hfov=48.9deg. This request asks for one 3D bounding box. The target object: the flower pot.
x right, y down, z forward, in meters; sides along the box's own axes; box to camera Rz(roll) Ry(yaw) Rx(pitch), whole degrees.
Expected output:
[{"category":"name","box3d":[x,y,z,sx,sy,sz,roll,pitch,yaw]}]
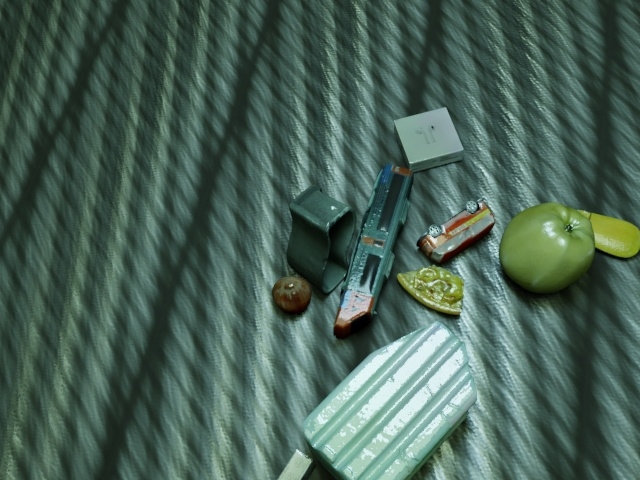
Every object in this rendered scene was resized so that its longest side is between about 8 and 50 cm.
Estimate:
[{"category":"flower pot","box3d":[0.000,0.000,1.477,0.108,0.229,0.103,35,51,25]}]

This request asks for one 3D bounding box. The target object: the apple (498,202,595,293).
[{"category":"apple","box3d":[0.466,0.015,1.448,0.200,0.200,0.200,-2,62,4]}]

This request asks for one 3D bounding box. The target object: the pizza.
[{"category":"pizza","box3d":[0.244,0.097,1.504,0.160,0.036,0.099,33,70,20]}]

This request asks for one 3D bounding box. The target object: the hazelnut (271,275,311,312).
[{"category":"hazelnut","box3d":[-0.061,0.114,1.501,0.086,0.086,0.086,-2,62,4]}]

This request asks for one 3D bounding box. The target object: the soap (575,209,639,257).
[{"category":"soap","box3d":[0.608,-0.016,1.528,0.168,0.033,0.089,16,63,15]}]

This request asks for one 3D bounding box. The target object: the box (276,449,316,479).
[{"category":"box","box3d":[-0.084,0.499,1.317,0.039,0.055,0.218,27,68,20]}]

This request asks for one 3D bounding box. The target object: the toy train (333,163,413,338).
[{"category":"toy train","box3d":[0.120,0.025,1.526,0.089,0.086,0.409,14,64,10]}]

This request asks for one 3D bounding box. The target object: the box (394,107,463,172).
[{"category":"box","box3d":[0.254,-0.237,1.669,0.130,0.051,0.129,-14,62,-2]}]

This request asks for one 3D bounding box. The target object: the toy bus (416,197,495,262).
[{"category":"toy bus","box3d":[0.297,-0.016,1.539,0.174,0.079,0.077,-32,74,-11]}]

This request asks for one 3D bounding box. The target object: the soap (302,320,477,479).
[{"category":"soap","box3d":[0.147,0.321,1.352,0.347,0.115,0.208,-43,67,-16]}]
